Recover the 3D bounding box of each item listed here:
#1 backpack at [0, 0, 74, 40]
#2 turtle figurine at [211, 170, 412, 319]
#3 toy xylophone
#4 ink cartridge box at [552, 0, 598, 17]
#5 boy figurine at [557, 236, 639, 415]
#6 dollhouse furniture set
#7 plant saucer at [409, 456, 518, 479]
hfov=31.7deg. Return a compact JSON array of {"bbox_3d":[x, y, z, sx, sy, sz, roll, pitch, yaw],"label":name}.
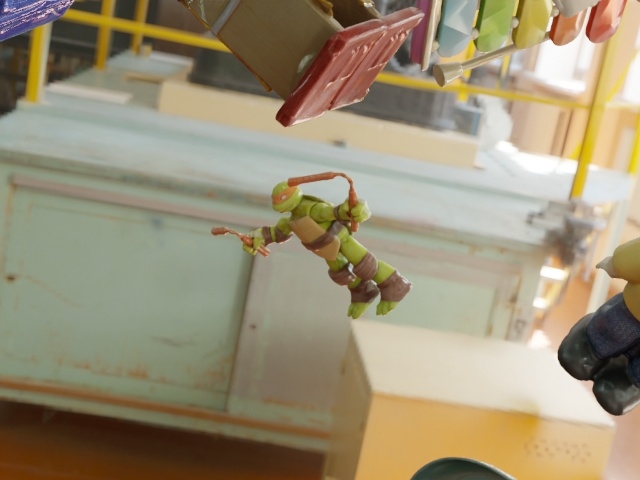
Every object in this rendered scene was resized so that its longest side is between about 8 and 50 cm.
[{"bbox_3d":[-0.256,-0.231,0.896,0.098,0.120,0.101,-28,4,-31],"label":"backpack"},{"bbox_3d":[0.000,0.000,1.382,0.270,0.217,0.087,-21,28,46],"label":"turtle figurine"},{"bbox_3d":[0.235,-0.268,1.249,0.323,0.236,0.081,-22,56,-9],"label":"toy xylophone"},{"bbox_3d":[0.145,-0.252,0.608,0.092,0.160,0.219,48,17,-50],"label":"ink cartridge box"},{"bbox_3d":[0.329,0.067,0.993,0.092,0.285,0.177,-39,82,-29],"label":"boy figurine"},{"bbox_3d":[0.033,-0.298,0.971,0.201,0.374,0.152,47,35,9],"label":"dollhouse furniture set"},{"bbox_3d":[0.196,0.389,1.241,0.044,0.317,0.318,-11,22,-34],"label":"plant saucer"}]
